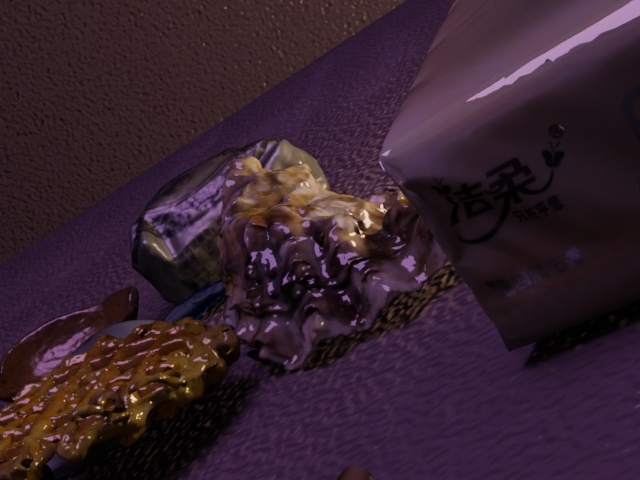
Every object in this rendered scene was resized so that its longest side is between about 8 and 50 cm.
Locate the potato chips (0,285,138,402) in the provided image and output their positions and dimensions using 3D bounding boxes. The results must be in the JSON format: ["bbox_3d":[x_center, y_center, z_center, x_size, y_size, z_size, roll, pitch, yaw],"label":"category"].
[{"bbox_3d":[-0.297,0.136,1.695,0.208,0.062,0.195,-39,19,-22],"label":"potato chips"}]

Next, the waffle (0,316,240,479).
[{"bbox_3d":[-0.202,0.143,1.263,0.280,0.060,0.262,-31,12,-30],"label":"waffle"}]

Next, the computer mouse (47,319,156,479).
[{"bbox_3d":[-0.224,0.152,1.438,0.128,0.079,0.231,-33,16,19],"label":"computer mouse"}]

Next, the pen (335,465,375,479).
[{"bbox_3d":[0.004,0.198,0.796,0.040,0.032,0.233,-6,23,15],"label":"pen"}]

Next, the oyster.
[{"bbox_3d":[-0.001,-0.001,1.300,0.238,0.115,0.351,-36,31,-8],"label":"oyster"}]

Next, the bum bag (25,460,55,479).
[{"bbox_3d":[-0.382,0.302,1.246,0.340,0.095,0.144,-40,30,-15],"label":"bum bag"}]

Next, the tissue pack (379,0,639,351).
[{"bbox_3d":[0.273,-0.141,0.944,0.405,0.205,0.332,-29,18,29],"label":"tissue pack"}]

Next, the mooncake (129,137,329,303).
[{"bbox_3d":[-0.113,-0.030,1.671,0.254,0.136,0.250,-35,9,-4],"label":"mooncake"}]

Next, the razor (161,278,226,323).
[{"bbox_3d":[-0.126,0.078,1.497,0.324,0.056,0.093,-22,20,47],"label":"razor"}]
